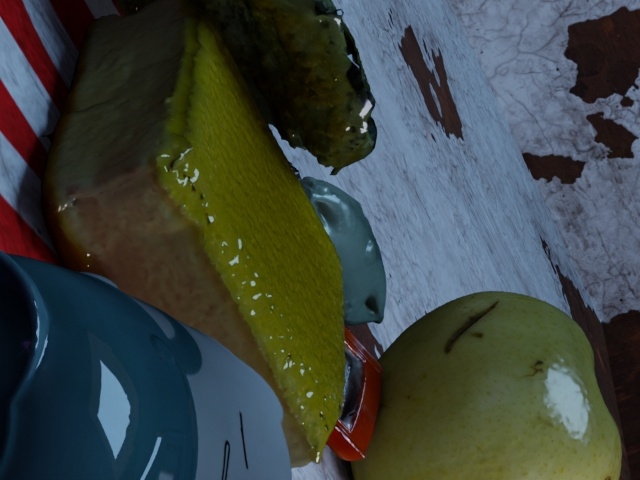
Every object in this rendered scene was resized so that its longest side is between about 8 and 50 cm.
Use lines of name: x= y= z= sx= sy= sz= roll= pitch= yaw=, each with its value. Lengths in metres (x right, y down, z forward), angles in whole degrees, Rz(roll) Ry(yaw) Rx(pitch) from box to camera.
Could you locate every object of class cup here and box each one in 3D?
cup: x=-0.165 y=0.157 z=1.038 sx=0.257 sy=0.219 sz=0.290 roll=36 pitch=68 yaw=-64

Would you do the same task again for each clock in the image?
clock: x=-0.002 y=0.139 z=1.902 sx=0.155 sy=0.061 sz=0.113 roll=51 pitch=41 yaw=-41

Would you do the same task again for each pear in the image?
pear: x=0.177 y=0.212 z=2.035 sx=0.309 sy=0.309 sz=0.309 roll=-21 pitch=90 yaw=-76

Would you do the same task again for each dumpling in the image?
dumpling: x=0.010 y=-0.001 z=2.062 sx=0.149 sy=0.104 sz=0.217 roll=-89 pitch=154 yaw=-56

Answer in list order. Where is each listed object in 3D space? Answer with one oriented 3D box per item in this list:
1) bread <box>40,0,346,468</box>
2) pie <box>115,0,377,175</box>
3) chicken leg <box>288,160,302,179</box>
bread: x=-0.101 y=-0.007 z=1.588 sx=0.324 sy=0.143 sz=0.333 roll=-86 pitch=152 yaw=-61
pie: x=-0.087 y=-0.219 z=1.687 sx=0.371 sy=0.078 sz=0.296 roll=40 pitch=-20 yaw=28
chicken leg: x=-0.018 y=-0.037 z=2.166 sx=0.145 sy=0.037 sz=0.062 roll=60 pitch=4 yaw=-28
